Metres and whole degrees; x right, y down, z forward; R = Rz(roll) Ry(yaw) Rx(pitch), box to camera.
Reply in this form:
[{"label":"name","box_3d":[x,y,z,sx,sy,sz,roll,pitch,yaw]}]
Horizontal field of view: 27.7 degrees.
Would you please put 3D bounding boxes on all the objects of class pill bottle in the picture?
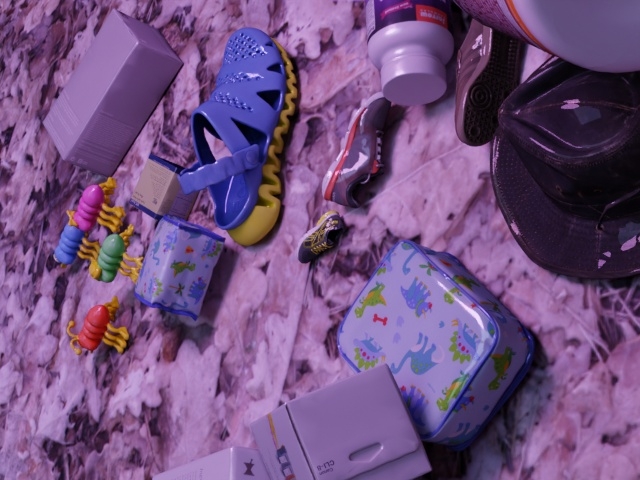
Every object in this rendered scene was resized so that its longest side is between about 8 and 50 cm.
[{"label":"pill bottle","box_3d":[0.237,-0.309,1.306,0.224,0.224,0.392,-61,18,10]},{"label":"pill bottle","box_3d":[0.111,-0.270,1.616,0.108,0.108,0.193,-24,58,40]}]

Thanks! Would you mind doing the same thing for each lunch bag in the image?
[{"label":"lunch bag","box_3d":[0.123,0.117,1.458,0.176,0.090,0.219,-58,43,13]},{"label":"lunch bag","box_3d":[-0.209,0.034,1.851,0.151,0.096,0.129,19,89,62]}]

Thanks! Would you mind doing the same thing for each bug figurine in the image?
[{"label":"bug figurine","box_3d":[-0.352,0.031,2.004,0.216,0.072,0.279,-63,36,34]}]

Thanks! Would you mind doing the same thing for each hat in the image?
[{"label":"hat","box_3d":[0.278,-0.115,1.353,0.331,0.134,0.331,-20,61,42]}]

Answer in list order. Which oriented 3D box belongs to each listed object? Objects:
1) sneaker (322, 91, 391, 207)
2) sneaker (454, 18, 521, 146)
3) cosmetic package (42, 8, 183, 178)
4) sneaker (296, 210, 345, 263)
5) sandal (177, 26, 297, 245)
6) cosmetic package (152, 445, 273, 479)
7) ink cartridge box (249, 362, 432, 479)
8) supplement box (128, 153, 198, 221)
[{"label":"sneaker","box_3d":[0.063,-0.111,1.659,0.065,0.061,0.158,29,98,22]},{"label":"sneaker","box_3d":[0.193,-0.196,1.544,0.071,0.066,0.188,-6,64,64]},{"label":"cosmetic package","box_3d":[-0.338,-0.238,2.103,0.238,0.107,0.127,-51,44,16]},{"label":"sneaker","box_3d":[0.000,0.000,1.685,0.083,0.031,0.035,-54,43,18]},{"label":"sandal","box_3d":[-0.120,-0.160,1.804,0.126,0.138,0.317,-20,58,44]},{"label":"cosmetic package","box_3d":[-0.093,0.343,1.542,0.183,0.151,0.151,-28,55,47]},{"label":"ink cartridge box","box_3d":[0.019,0.224,1.419,0.127,0.128,0.176,67,160,7]},{"label":"supplement box","box_3d":[-0.231,-0.074,1.950,0.083,0.056,0.083,28,95,49]}]
